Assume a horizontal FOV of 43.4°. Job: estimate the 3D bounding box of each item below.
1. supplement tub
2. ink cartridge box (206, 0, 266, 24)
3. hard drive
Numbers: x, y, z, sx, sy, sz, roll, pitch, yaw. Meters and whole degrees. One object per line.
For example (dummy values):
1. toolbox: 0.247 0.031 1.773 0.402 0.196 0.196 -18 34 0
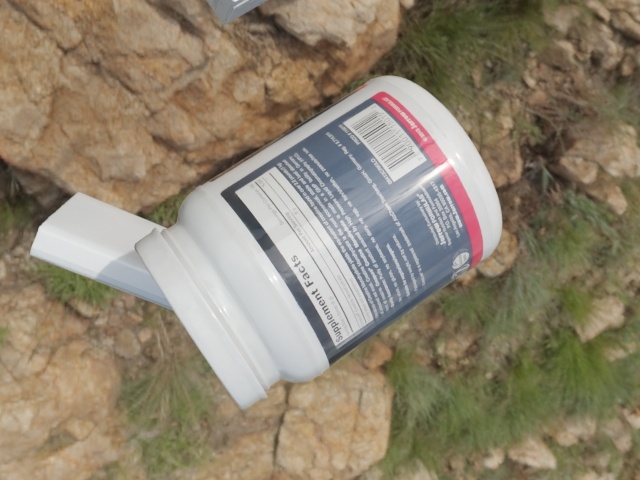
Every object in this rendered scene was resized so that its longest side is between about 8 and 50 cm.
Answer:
1. supplement tub: 0.000 0.000 0.698 0.272 0.191 0.191 -33 132 -10
2. ink cartridge box: -0.175 -0.533 1.543 0.128 0.127 0.176 -35 93 -17
3. hard drive: -0.183 0.041 1.073 0.353 0.233 0.047 23 100 -10
